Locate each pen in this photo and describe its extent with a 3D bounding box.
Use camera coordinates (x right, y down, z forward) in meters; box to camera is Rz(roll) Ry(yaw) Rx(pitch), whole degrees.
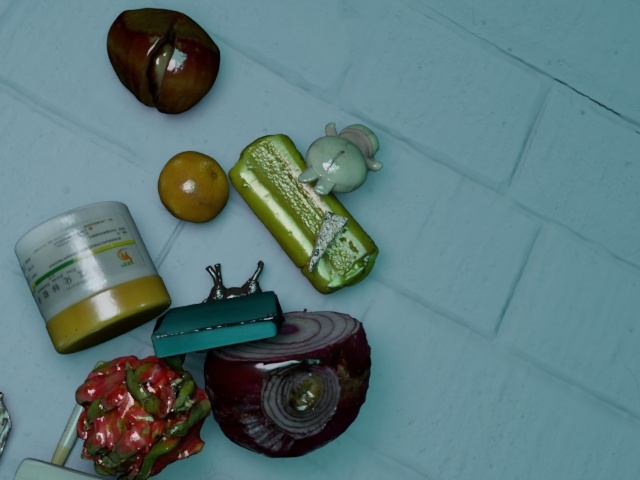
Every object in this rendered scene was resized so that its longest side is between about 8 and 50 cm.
[{"bbox_3d":[-0.485,0.353,1.534,0.032,0.040,0.233,26,75,-18],"label":"pen"}]

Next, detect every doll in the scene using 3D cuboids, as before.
[{"bbox_3d":[0.047,-0.180,1.629,0.155,0.113,0.275,40,31,5],"label":"doll"},{"bbox_3d":[-0.186,0.126,1.625,0.139,0.057,0.165,0,88,-12],"label":"doll"}]

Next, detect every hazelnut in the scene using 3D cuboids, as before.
[{"bbox_3d":[-0.341,-0.386,1.638,0.251,0.217,0.217,28,75,7],"label":"hazelnut"}]

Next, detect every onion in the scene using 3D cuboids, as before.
[{"bbox_3d":[-0.053,0.295,1.504,0.336,0.282,0.260,-12,101,-21],"label":"onion"}]

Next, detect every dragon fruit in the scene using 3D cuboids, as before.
[{"bbox_3d":[-0.333,0.329,1.437,0.237,0.302,0.231,-11,86,-43],"label":"dragon fruit"}]

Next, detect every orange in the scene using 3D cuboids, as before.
[{"bbox_3d":[-0.271,-0.109,1.610,0.136,0.159,0.159,-24,82,29],"label":"orange"}]

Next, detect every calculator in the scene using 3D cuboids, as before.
[{"bbox_3d":[-0.192,0.161,1.464,0.248,0.274,0.058,-11,97,-6],"label":"calculator"}]

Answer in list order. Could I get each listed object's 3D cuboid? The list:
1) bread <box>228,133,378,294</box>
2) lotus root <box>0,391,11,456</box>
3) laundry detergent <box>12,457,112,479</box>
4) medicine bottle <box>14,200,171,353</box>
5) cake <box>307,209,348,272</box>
[{"bbox_3d":[-0.040,-0.055,1.655,0.166,0.112,0.383,-39,87,-12],"label":"bread"},{"bbox_3d":[-0.714,0.437,1.465,0.167,0.078,0.329,30,73,-23],"label":"lotus root"},{"bbox_3d":[-0.429,0.501,1.429,0.280,0.215,0.105,16,57,-4],"label":"laundry detergent"},{"bbox_3d":[-0.446,0.073,1.495,0.238,0.238,0.232,-25,83,-14],"label":"medicine bottle"},{"bbox_3d":[0.000,0.000,1.566,0.055,0.051,0.140,35,76,-1],"label":"cake"}]
